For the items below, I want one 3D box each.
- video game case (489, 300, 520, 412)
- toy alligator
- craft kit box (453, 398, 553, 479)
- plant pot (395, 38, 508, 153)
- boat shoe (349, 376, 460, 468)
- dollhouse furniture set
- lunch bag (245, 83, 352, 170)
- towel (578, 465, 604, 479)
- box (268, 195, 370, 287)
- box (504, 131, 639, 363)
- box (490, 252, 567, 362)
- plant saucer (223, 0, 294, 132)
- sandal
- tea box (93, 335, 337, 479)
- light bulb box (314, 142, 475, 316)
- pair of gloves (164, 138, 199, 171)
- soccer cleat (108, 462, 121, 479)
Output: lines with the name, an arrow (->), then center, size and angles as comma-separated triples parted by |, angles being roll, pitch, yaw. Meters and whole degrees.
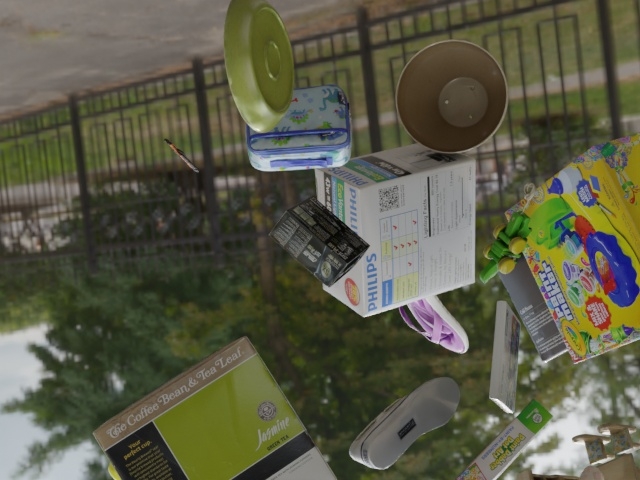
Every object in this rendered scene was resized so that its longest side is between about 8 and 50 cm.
video game case -> 0.386, 0.245, 1.892 | 0.023, 0.201, 0.183 | 0, 161, 22
toy alligator -> 0.324, -0.008, 1.503 | 0.051, 0.189, 0.056 | 10, -155, -34
craft kit box -> 0.335, 0.444, 1.791 | 0.246, 0.061, 0.250 | -43, 162, -18
plant pot -> 0.357, -0.366, 2.357 | 0.284, 0.284, 0.191 | -6, -178, 20
boat shoe -> 0.167, 0.360, 1.813 | 0.267, 0.096, 0.088 | -38, -162, -30
dollhouse furniture set -> 0.571, 0.528, 1.954 | 0.161, 0.212, 0.242 | 13, 144, -29
lunch bag -> -0.044, -0.228, 1.865 | 0.219, 0.176, 0.090 | -3, 148, 2
towel -> 0.440, 0.614, 1.571 | 0.053, 0.317, 0.332 | 5, -150, 25
box -> 0.000, 0.000, 2.016 | 0.077, 0.180, 0.147 | -53, 172, 27
box -> 0.491, 0.012, 1.470 | 0.177, 0.290, 0.279 | -17, 166, -23
box -> 0.588, 0.075, 2.118 | 0.179, 0.312, 0.343 | -21, 166, -20
plant saucer -> -0.095, -0.305, 1.542 | 0.037, 0.241, 0.241 | -4, -178, 21
sandal -> 0.305, 0.228, 2.735 | 0.169, 0.416, 0.102 | 14, -120, 49
tea box -> -0.199, 0.400, 1.727 | 0.329, 0.323, 0.220 | -31, 178, -9
light bulb box -> 0.198, -0.038, 2.366 | 0.361, 0.358, 0.225 | -14, -156, -26
pair of gloves -> -0.251, -0.156, 1.646 | 0.010, 0.074, 0.083 | -44, -156, -3
soccer cleat -> -0.326, 0.556, 1.908 | 0.289, 0.121, 0.093 | 29, 172, -4
